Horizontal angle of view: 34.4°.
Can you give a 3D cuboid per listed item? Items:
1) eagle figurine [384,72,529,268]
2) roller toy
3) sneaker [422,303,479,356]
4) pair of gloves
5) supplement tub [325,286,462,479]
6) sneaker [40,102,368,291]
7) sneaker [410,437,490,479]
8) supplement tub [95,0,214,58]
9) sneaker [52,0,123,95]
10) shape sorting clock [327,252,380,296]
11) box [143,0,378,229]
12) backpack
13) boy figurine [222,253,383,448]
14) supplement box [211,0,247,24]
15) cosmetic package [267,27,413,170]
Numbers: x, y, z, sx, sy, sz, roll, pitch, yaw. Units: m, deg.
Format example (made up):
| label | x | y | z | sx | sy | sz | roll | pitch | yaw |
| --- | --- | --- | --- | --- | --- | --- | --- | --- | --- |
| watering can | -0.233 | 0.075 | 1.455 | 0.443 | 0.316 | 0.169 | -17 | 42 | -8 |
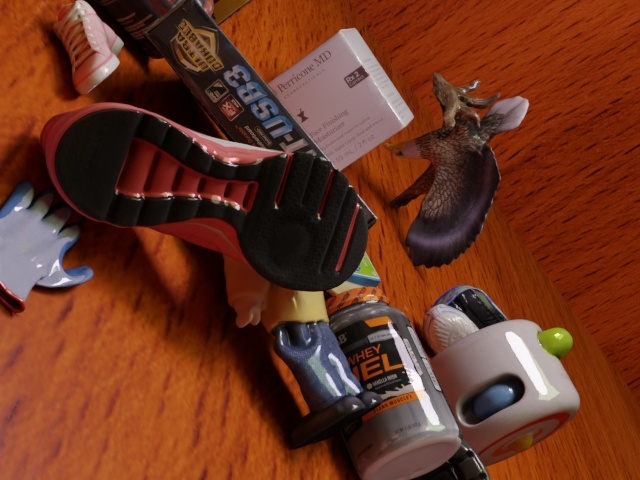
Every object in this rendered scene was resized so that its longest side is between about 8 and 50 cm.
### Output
| label | x | y | z | sx | sy | sz | roll | pitch | yaw |
| --- | --- | --- | --- | --- | --- | --- | --- | --- | --- |
| eagle figurine | 0.220 | -0.133 | 1.808 | 0.226 | 0.225 | 0.298 | -35 | 136 | -39 |
| roller toy | 0.231 | 0.209 | 1.351 | 0.191 | 0.209 | 0.146 | -10 | 60 | -30 |
| sneaker | 0.239 | 0.195 | 1.601 | 0.237 | 0.085 | 0.086 | 56 | 8 | -14 |
| pair of gloves | -0.236 | -0.034 | 0.740 | 0.198 | 0.023 | 0.159 | 51 | 17 | -18 |
| supplement tub | 0.062 | 0.151 | 1.091 | 0.117 | 0.117 | 0.190 | 33 | 27 | -55 |
| sneaker | -0.095 | -0.050 | 0.898 | 0.314 | 0.116 | 0.136 | 21 | 3 | -32 |
| sneaker | 0.132 | 0.238 | 1.162 | 0.106 | 0.101 | 0.267 | 33 | 29 | -60 |
| supplement tub | -0.218 | -0.307 | 1.172 | 0.198 | 0.106 | 0.106 | 47 | 19 | -33 |
| sneaker | -0.233 | -0.190 | 1.005 | 0.070 | 0.051 | 0.134 | 48 | 15 | -23 |
| shape sorting clock | 0.000 | 0.000 | 1.338 | 0.206 | 0.040 | 0.206 | 37 | 27 | -23 |
| box | -0.056 | -0.112 | 1.149 | 0.295 | 0.073 | 0.293 | 49 | 2 | 0 |
| backpack | 0.237 | 0.131 | 1.685 | 0.114 | 0.105 | 0.084 | 52 | -6 | -15 |
| boy figurine | -0.048 | 0.055 | 1.000 | 0.285 | 0.092 | 0.177 | 59 | 17 | 11 |
| supplement box | -0.183 | -0.363 | 1.339 | 0.194 | 0.129 | 0.191 | 53 | 16 | -12 |
| cosmetic package | 0.036 | -0.228 | 1.690 | 0.183 | 0.151 | 0.151 | 55 | 16 | -5 |
